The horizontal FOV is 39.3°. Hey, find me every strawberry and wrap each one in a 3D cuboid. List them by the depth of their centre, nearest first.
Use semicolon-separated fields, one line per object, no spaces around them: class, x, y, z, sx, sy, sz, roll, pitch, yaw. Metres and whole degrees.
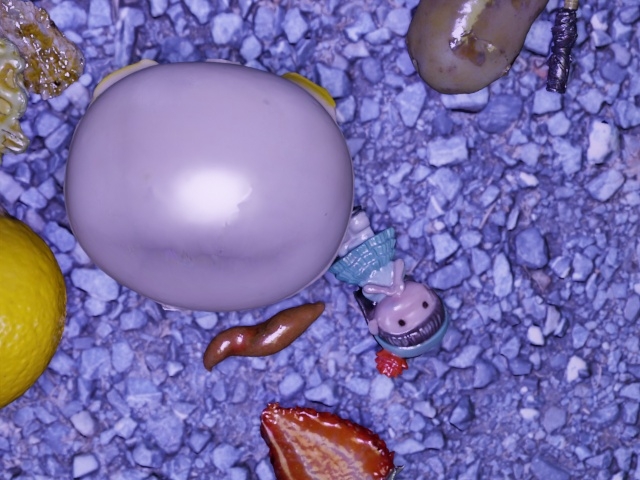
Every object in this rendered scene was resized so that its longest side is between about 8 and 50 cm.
strawberry;-0.007;0.337;1.360;0.228;0.098;0.175;27;93;-7

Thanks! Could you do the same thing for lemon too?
lemon;-0.472;0.094;1.177;0.292;0.293;0.293;-1;98;-7

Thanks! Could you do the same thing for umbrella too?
umbrella;0.363;-0.293;1.346;0.040;0.037;0.144;2;99;-34

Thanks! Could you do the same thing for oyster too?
oyster;-0.393;-0.271;1.256;0.121;0.045;0.146;1;99;-22

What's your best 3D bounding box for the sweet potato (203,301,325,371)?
sweet potato;-0.083;0.143;1.342;0.202;0.058;0.055;-20;121;-5

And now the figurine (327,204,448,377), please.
figurine;0.087;0.072;1.332;0.137;0.110;0.246;-34;96;0

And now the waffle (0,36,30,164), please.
waffle;-0.556;-0.207;1.223;0.317;0.073;0.297;-19;101;-2

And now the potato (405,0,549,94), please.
potato;0.227;-0.330;1.267;0.164;0.165;0.262;29;99;-10

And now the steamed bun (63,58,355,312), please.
steamed bun;-0.143;-0.071;1.176;0.373;0.334;0.334;6;97;-7
